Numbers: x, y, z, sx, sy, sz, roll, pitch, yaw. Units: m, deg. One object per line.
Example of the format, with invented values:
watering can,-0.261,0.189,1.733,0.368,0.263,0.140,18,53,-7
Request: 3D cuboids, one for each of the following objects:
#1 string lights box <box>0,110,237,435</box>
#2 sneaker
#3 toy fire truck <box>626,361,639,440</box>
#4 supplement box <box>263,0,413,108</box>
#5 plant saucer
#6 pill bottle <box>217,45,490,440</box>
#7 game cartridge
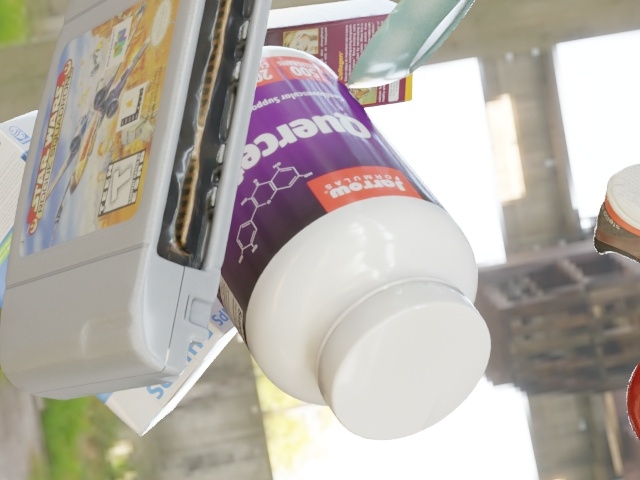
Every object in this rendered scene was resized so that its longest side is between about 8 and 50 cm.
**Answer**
string lights box,-0.200,0.027,1.440,0.259,0.133,0.077,42,24,4
sneaker,0.227,0.008,0.947,0.065,0.158,0.061,111,2,-47
toy fire truck,0.385,0.177,1.293,0.169,0.254,0.302,11,74,-60
supplement box,0.002,-0.196,1.813,0.081,0.188,0.104,35,-50,56
plant saucer,0.102,-0.207,1.575,0.037,0.195,0.195,40,-12,6
pill bottle,0.000,0.000,1.283,0.323,0.181,0.181,-126,-157,-46
game cartridge,-0.109,-0.059,0.973,0.198,0.062,0.297,-13,-117,51
